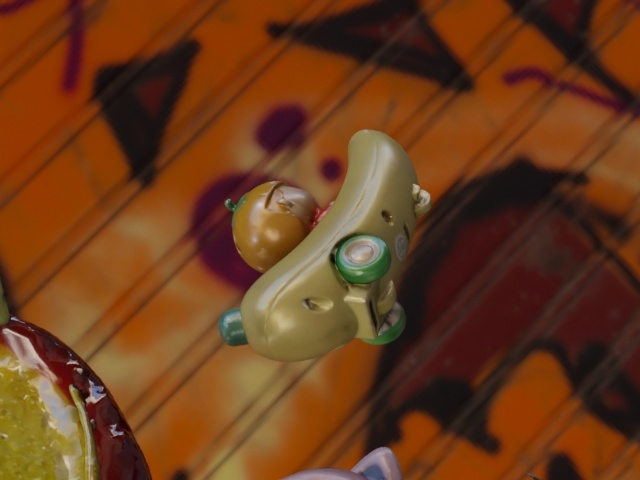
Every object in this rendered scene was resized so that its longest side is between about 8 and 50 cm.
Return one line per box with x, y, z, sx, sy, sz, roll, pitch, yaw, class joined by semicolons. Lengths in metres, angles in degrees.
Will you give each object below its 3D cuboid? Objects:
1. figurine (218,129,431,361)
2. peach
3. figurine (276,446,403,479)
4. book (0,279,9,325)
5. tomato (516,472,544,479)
0.000;0.000;1.768;0.222;0.124;0.324;4;48;22;figurine
-0.321;0.263;1.460;0.335;0.406;0.310;-21;-34;-17;peach
0.015;0.251;0.916;0.176;0.186;0.287;-23;53;17;figurine
-0.392;-0.077;1.209;0.239;0.352;0.035;-11;17;1;book
0.276;0.336;1.742;0.155;0.214;0.180;95;-179;-72;tomato
